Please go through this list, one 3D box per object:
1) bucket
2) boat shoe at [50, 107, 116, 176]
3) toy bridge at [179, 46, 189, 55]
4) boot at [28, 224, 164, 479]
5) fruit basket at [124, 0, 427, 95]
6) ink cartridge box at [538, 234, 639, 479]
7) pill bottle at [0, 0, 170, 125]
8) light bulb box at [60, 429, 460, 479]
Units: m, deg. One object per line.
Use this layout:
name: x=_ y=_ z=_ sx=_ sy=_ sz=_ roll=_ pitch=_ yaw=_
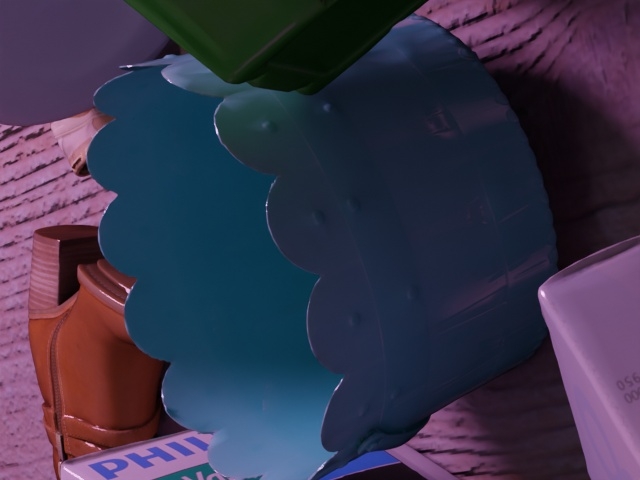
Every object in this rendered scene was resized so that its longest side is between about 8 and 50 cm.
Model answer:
bucket: x=0.000 y=0.000 z=1.196 sx=0.281 sy=0.183 sz=0.281 roll=42 pitch=142 yaw=44
boat shoe: x=-0.151 y=-0.082 z=1.531 sx=0.170 sy=0.063 sz=0.059 roll=-10 pitch=99 yaw=59
toy bridge: x=-0.039 y=-0.118 z=1.389 sx=0.188 sy=0.026 sz=0.063 roll=-2 pitch=98 yaw=55
boot: x=-0.156 y=0.115 z=1.539 sx=0.283 sy=0.109 sz=0.220 roll=14 pitch=109 yaw=54
fruit basket: x=-0.020 y=-0.304 z=1.026 sx=0.392 sy=0.283 sz=0.392 roll=1 pitch=92 yaw=14
ink cartridge box: x=0.230 y=0.221 z=0.868 sx=0.308 sy=0.091 sz=0.385 roll=68 pitch=178 yaw=-52
pill bottle: x=-0.288 y=-0.284 z=1.514 sx=0.408 sy=0.229 sz=0.229 roll=46 pitch=133 yaw=38
light bulb box: x=0.009 y=0.342 z=1.275 sx=0.361 sy=0.225 sz=0.358 roll=30 pitch=123 yaw=48
